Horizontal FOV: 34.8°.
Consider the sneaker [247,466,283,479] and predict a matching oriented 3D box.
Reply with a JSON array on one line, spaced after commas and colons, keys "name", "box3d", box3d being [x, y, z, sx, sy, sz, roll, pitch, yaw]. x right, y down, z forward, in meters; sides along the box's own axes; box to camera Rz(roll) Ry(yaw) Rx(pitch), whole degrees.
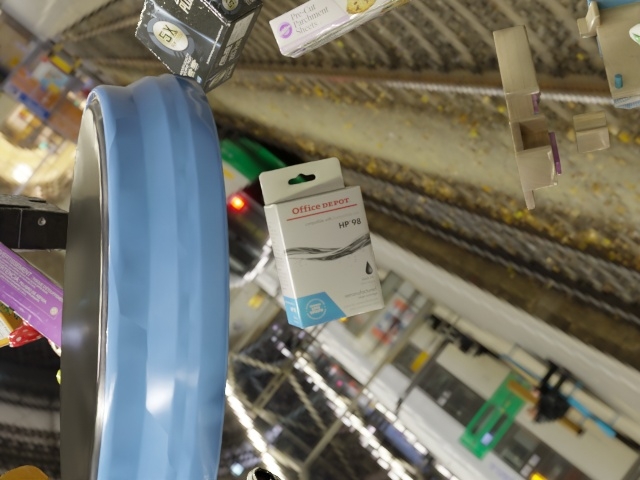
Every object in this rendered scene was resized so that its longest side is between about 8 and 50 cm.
[{"name": "sneaker", "box3d": [-0.071, 0.408, 1.674, 0.109, 0.040, 0.044, 28, 149, 5]}]

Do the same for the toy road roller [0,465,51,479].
[{"name": "toy road roller", "box3d": [-0.382, 0.507, 1.693, 0.329, 0.203, 0.240, 31, -147, 29]}]

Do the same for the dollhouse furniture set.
[{"name": "dollhouse furniture set", "box3d": [0.419, -0.181, 1.436, 0.198, 0.303, 0.287, 65, -162, -47]}]

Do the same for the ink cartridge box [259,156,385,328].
[{"name": "ink cartridge box", "box3d": [0.000, 0.000, 1.168, 0.060, 0.104, 0.180, -173, 70, -75]}]

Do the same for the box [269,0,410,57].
[{"name": "box", "box3d": [0.072, -0.401, 1.697, 0.063, 0.323, 0.067, -10, -100, -68]}]

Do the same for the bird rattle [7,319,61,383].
[{"name": "bird rattle", "box3d": [-0.371, 0.169, 1.623, 0.206, 0.143, 0.253, 9, -173, -44]}]

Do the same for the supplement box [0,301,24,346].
[{"name": "supplement box", "box3d": [-0.694, 0.106, 2.095, 0.078, 0.080, 0.233, -79, -33, -57]}]

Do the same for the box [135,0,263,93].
[{"name": "box", "box3d": [-0.185, -0.329, 1.523, 0.147, 0.077, 0.180, 45, 144, 7]}]

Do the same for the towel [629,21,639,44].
[{"name": "towel", "box3d": [0.448, -0.237, 0.860, 0.247, 0.325, 0.038, 29, 159, 36]}]

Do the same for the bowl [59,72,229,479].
[{"name": "bowl", "box3d": [-0.149, 0.066, 0.784, 0.077, 0.391, 0.391, 2, -169, -18]}]

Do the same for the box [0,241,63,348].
[{"name": "box", "box3d": [-0.311, 0.104, 1.285, 0.201, 0.057, 0.293, 34, 169, 20]}]

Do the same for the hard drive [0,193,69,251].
[{"name": "hard drive", "box3d": [-0.541, -0.034, 1.419, 0.338, 0.064, 0.237, 5, -175, -27]}]
